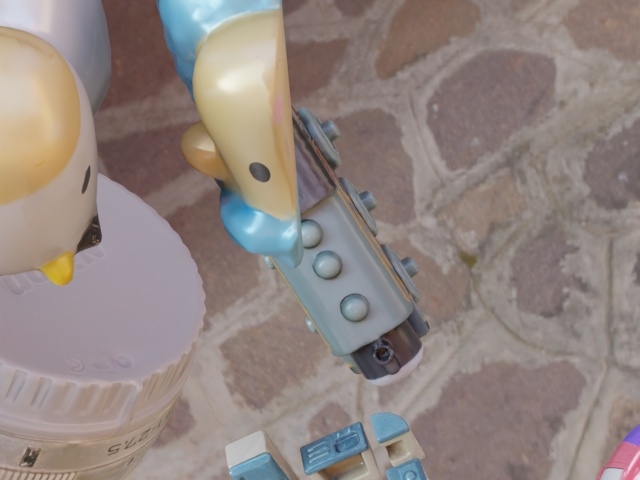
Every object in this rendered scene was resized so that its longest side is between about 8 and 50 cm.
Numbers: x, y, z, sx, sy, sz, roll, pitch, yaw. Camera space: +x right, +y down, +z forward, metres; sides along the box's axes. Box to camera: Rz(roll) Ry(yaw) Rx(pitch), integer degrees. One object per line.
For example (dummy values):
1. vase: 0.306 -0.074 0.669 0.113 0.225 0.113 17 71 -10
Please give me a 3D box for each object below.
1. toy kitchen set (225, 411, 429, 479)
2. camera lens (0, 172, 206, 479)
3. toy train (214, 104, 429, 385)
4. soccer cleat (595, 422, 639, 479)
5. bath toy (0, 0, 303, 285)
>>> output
1. toy kitchen set: 0.018 0.286 1.195 0.207 0.122 0.166 -25 38 6
2. camera lens: -0.221 0.105 0.704 0.274 0.219 0.219 -57 50 33
3. toy train: 0.000 0.000 1.096 0.142 0.190 0.334 -30 101 7
4. soccer cleat: 0.228 0.224 0.825 0.083 0.248 0.095 -13 35 -19
5. bath toy: -0.184 -0.036 0.359 0.348 0.129 0.151 -5 23 -1
